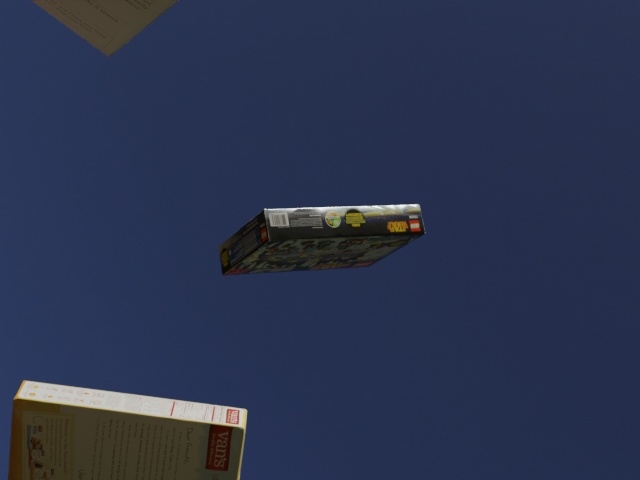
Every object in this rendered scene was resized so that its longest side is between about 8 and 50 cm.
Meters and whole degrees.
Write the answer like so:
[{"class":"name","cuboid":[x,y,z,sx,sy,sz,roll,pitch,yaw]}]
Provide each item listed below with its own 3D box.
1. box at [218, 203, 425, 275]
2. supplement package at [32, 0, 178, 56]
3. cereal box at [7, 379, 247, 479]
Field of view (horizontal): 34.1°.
[{"class":"box","cuboid":[0.000,0.000,0.818,0.094,0.137,0.027,-34,-117,58]},{"class":"supplement package","cuboid":[-0.068,-0.163,0.398,0.105,0.105,0.179,37,-23,-22]},{"class":"cereal box","cuboid":[-0.206,0.247,1.106,0.240,0.047,0.173,9,-71,-4]}]
